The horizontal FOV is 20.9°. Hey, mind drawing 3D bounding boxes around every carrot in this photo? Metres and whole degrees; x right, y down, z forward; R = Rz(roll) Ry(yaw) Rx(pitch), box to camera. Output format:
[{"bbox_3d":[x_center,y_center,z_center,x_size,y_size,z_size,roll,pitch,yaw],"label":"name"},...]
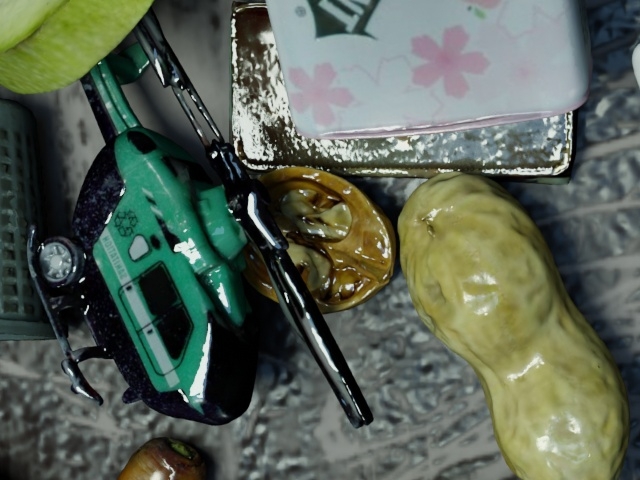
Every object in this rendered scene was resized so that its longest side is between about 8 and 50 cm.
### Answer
[{"bbox_3d":[-0.133,0.205,1.193,0.055,0.055,0.161,34,108,7],"label":"carrot"}]

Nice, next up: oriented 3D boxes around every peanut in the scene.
[{"bbox_3d":[0.124,0.061,1.095,0.229,0.103,0.098,59,147,4],"label":"peanut"}]

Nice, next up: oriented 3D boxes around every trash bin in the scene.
[{"bbox_3d":[-0.252,-0.014,1.147,0.175,0.175,0.161,-1,83,12],"label":"trash bin"}]

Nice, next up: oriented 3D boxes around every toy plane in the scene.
[{"bbox_3d":[-0.108,-0.027,1.112,0.155,0.106,0.381,-29,74,18],"label":"toy plane"}]

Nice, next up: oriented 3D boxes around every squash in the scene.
[{"bbox_3d":[-0.149,-0.213,1.076,0.049,0.252,0.252,31,105,-35],"label":"squash"}]

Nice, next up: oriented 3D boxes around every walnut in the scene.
[{"bbox_3d":[0.000,0.000,1.139,0.121,0.052,0.091,23,98,20],"label":"walnut"}]

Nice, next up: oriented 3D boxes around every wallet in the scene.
[{"bbox_3d":[0.053,-0.099,1.133,0.232,0.031,0.121,2,100,13],"label":"wallet"}]

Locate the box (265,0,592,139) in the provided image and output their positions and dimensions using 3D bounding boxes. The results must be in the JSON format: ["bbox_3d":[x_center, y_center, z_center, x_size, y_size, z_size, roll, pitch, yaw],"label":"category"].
[{"bbox_3d":[0.039,-0.244,0.974,0.190,0.112,0.369,-7,121,13],"label":"box"}]

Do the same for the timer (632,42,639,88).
[{"bbox_3d":[0.302,-0.053,1.000,0.192,0.194,0.195,-20,92,13],"label":"timer"}]
